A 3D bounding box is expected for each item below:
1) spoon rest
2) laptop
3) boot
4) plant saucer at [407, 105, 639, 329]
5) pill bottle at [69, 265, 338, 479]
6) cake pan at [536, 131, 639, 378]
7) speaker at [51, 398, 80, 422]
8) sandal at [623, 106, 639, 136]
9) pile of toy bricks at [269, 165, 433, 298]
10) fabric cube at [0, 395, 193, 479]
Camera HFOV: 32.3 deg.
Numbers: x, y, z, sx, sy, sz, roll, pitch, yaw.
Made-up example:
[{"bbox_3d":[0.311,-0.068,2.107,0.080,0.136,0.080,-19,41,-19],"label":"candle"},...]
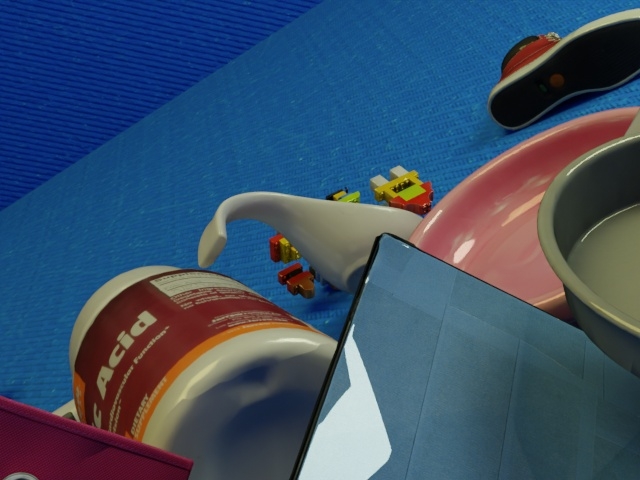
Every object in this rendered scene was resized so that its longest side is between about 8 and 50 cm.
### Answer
[{"bbox_3d":[0.000,0.000,1.191,0.137,0.276,0.084,-51,41,41],"label":"spoon rest"},{"bbox_3d":[0.225,0.119,0.626,0.408,0.236,0.382,-22,25,28],"label":"laptop"},{"bbox_3d":[0.336,-0.253,1.445,0.244,0.088,0.176,-25,22,30],"label":"boot"},{"bbox_3d":[0.232,-0.003,1.072,0.332,0.084,0.332,-30,22,14],"label":"plant saucer"},{"bbox_3d":[-0.108,0.150,1.045,0.224,0.224,0.392,-40,22,-13],"label":"pill bottle"},{"bbox_3d":[0.288,0.012,0.714,0.293,0.054,0.293,-3,34,2],"label":"cake pan"},{"bbox_3d":[-0.333,0.245,1.393,0.136,0.055,0.055,-32,22,5],"label":"speaker"},{"bbox_3d":[0.311,-0.096,0.906,0.265,0.076,0.102,-65,18,-15],"label":"sandal"},{"bbox_3d":[0.050,0.007,1.315,0.212,0.118,0.105,-26,46,-25],"label":"pile of toy bricks"},{"bbox_3d":[-0.286,0.230,0.764,0.259,0.254,0.258,-3,65,51],"label":"fabric cube"}]
